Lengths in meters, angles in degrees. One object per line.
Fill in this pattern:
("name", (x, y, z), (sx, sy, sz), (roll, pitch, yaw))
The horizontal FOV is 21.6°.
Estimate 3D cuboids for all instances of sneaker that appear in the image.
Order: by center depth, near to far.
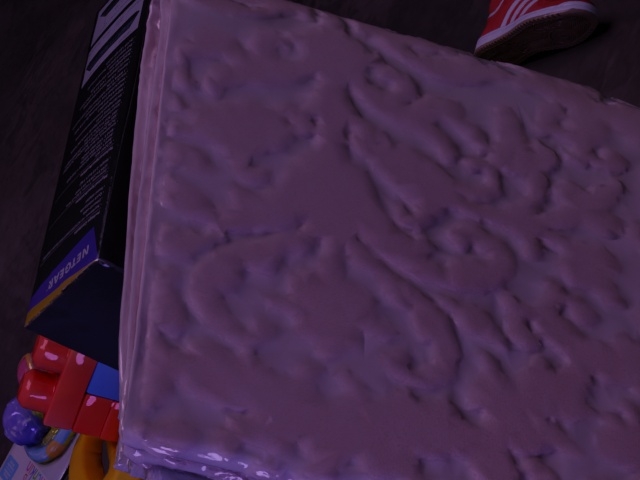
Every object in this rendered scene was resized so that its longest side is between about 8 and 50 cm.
("sneaker", (0.154, -0.166, 1.173), (0.118, 0.042, 0.067), (-15, 54, 56))

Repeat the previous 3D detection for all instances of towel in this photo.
("towel", (0.062, 0.016, 0.853), (0.053, 0.332, 0.317), (121, 158, -46))

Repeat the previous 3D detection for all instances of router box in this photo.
("router box", (0.000, 0.000, 0.975), (0.081, 0.309, 0.243), (-40, 32, 40))

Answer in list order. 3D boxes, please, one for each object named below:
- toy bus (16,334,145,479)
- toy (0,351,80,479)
("toy bus", (-0.095, 0.126, 1.081), (0.149, 0.211, 0.220), (-111, 37, -61))
("toy", (-0.241, 0.125, 1.525), (0.237, 0.056, 0.137), (-60, 26, -1))
